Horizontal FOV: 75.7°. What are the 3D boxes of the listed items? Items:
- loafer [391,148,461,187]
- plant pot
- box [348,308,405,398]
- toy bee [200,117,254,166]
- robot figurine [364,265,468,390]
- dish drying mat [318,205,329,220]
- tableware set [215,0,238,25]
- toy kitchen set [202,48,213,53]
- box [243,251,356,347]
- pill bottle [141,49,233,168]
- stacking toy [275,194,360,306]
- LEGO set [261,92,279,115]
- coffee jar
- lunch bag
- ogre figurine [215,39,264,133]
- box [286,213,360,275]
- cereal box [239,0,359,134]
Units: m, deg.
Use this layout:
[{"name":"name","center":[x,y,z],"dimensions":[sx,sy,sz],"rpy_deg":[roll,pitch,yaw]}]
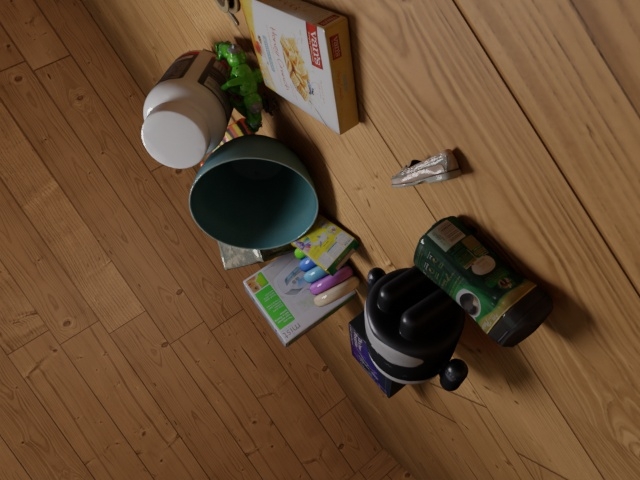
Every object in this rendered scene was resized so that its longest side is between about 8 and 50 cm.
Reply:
[{"name":"loafer","center":[0.142,-0.099,0.571],"dimensions":[0.125,0.045,0.039],"rpy_deg":[3,109,63]},{"name":"plant pot","center":[-0.157,-0.143,1.003],"dimensions":[0.290,0.291,0.195],"rpy_deg":[74,-173,-48]},{"name":"box","center":[0.179,0.328,1.201],"dimensions":[0.184,0.103,0.261],"rpy_deg":[43,160,30]},{"name":"toy bee","center":[-0.290,-0.262,1.285],"dimensions":[0.195,0.162,0.298],"rpy_deg":[49,163,18]},{"name":"robot figurine","center":[0.170,0.158,0.763],"dimensions":[0.278,0.174,0.208],"rpy_deg":[79,-165,-54]},{"name":"dish drying mat","center":[0.002,-0.073,1.083],"dimensions":[0.083,0.008,0.032],"rpy_deg":[57,163,-8]},{"name":"tableware set","center":[-0.225,-0.522,0.794],"dimensions":[0.194,0.039,0.128],"rpy_deg":[55,164,2]},{"name":"toy kitchen set","center":[-0.285,-0.450,1.075],"dimensions":[0.075,0.083,0.068],"rpy_deg":[45,120,32]},{"name":"box","center":[-0.066,0.161,1.284],"dimensions":[0.231,0.262,0.126],"rpy_deg":[53,164,15]},{"name":"pill bottle","center":[-0.296,-0.302,0.945],"dimensions":[0.318,0.177,0.176],"rpy_deg":[-91,-15,-50]},{"name":"stacking toy","center":[-0.027,0.011,1.142],"dimensions":[0.330,0.141,0.141],"rpy_deg":[61,165,4]},{"name":"LEGO set","center":[-0.125,-0.312,0.947],"dimensions":[0.054,0.024,0.083],"rpy_deg":[60,164,-13]},{"name":"coffee jar","center":[0.219,0.056,0.569],"dimensions":[0.184,0.079,0.096],"rpy_deg":[48,159,28]},{"name":"lunch bag","center":[-0.219,-0.074,1.240],"dimensions":[0.235,0.169,0.286],"rpy_deg":[-15,94,49]},{"name":"ogre figurine","center":[-0.169,-0.335,0.888],"dimensions":[0.118,0.097,0.196],"rpy_deg":[-155,62,-67]},{"name":"box","center":[0.000,0.000,1.026],"dimensions":[0.179,0.105,0.043],"rpy_deg":[38,173,38]},{"name":"cereal box","center":[-0.035,-0.296,0.671],"dimensions":[0.240,0.047,0.172],"rpy_deg":[44,160,37]}]
